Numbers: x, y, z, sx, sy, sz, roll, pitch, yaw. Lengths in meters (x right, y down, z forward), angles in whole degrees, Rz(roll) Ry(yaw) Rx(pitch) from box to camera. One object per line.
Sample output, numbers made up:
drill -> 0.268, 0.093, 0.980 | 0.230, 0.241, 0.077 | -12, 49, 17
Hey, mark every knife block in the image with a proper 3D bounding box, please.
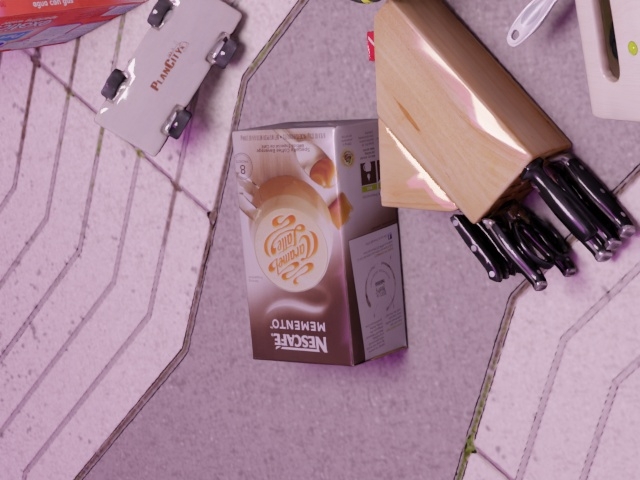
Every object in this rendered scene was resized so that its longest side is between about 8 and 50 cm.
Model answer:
knife block -> 0.176, -0.096, 1.469 | 0.242, 0.088, 0.276 | 4, 103, 34

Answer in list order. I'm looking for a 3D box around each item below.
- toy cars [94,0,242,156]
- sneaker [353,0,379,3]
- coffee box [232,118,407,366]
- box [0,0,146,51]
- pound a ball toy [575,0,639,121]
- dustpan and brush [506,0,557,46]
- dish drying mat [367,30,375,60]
toy cars -> -0.183, -0.292, 1.701 | 0.176, 0.087, 0.394 | -9, 95, -3
sneaker -> 0.141, -0.356, 1.409 | 0.384, 0.147, 0.145 | -43, 75, 37
coffee box -> 0.000, 0.000, 1.620 | 0.141, 0.098, 0.247 | 0, 100, 38
box -> -0.361, -0.293, 1.711 | 0.154, 0.300, 0.142 | -20, 89, 40
pound a ball toy -> 0.233, -0.258, 1.270 | 0.135, 0.208, 0.319 | 17, 122, 62
dustpan and brush -> 0.245, -0.257, 1.401 | 0.147, 0.060, 0.211 | 50, 125, 18
dish drying mat -> 0.083, -0.199, 1.573 | 0.083, 0.008, 0.032 | 4, 101, 37
